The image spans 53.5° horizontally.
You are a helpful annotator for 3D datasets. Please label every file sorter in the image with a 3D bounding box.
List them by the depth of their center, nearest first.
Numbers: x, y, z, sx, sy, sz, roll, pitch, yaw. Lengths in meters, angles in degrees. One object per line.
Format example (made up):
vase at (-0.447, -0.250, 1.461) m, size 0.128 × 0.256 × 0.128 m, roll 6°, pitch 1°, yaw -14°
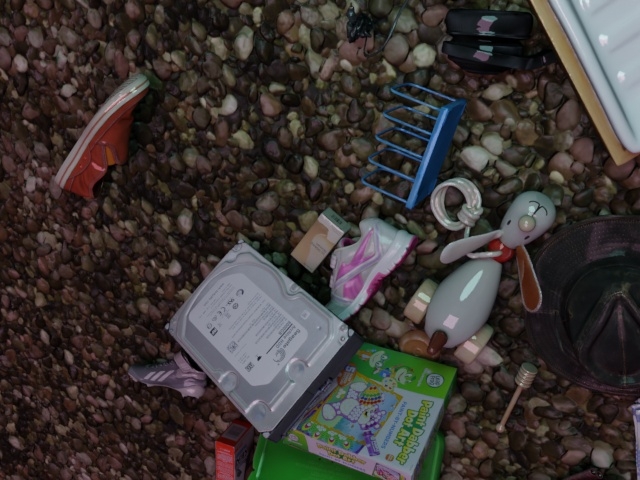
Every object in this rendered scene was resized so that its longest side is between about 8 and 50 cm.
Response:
file sorter at (0.150, -0.160, 1.043) m, size 0.104 × 0.118 × 0.170 m, roll 26°, pitch 118°, yaw 18°

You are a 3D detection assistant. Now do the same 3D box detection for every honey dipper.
honey dipper at (0.356, 0.294, 1.175) m, size 0.030 × 0.030 × 0.161 m, roll 24°, pitch 121°, yaw 14°

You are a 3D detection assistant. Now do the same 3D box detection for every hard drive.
hard drive at (-0.115, 0.172, 1.174) m, size 0.237 × 0.064 × 0.339 m, roll -49°, pitch 54°, yaw -5°

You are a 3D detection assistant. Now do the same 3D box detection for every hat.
hat at (0.467, 0.130, 1.002) m, size 0.331 × 0.134 × 0.332 m, roll 9°, pitch 113°, yaw 22°

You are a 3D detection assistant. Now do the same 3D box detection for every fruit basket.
fruit basket at (0.060, 0.498, 1.296) m, size 0.391 × 0.283 × 0.392 m, roll 13°, pitch 156°, yaw 6°

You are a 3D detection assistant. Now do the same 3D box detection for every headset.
headset at (0.229, -0.363, 0.944) m, size 0.393 × 0.185 × 0.244 m, roll -13°, pitch 107°, yaw 12°

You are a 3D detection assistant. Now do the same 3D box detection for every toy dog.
toy dog at (0.254, 0.075, 1.058) m, size 0.220 × 0.161 × 0.334 m, roll 16°, pitch 115°, yaw 18°

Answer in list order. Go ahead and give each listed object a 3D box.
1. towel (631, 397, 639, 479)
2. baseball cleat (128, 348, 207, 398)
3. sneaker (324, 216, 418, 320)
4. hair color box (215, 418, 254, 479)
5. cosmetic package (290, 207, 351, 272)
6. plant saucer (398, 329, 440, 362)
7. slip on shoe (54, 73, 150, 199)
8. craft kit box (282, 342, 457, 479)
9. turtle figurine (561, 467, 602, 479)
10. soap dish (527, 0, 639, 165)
towel at (0.648, 0.396, 1.079) m, size 0.209 × 0.034 × 0.285 m, roll -4°, pitch 109°, yaw 23°
baseball cleat at (-0.351, 0.295, 1.479) m, size 0.205 × 0.072 × 0.110 m, roll 12°, pitch 100°, yaw 15°
sneaker at (0.066, 0.053, 1.178) m, size 0.111 × 0.103 × 0.252 m, roll 42°, pitch 114°, yaw 9°
hair color box at (-0.196, 0.510, 1.466) m, size 0.053 × 0.093 × 0.167 m, roll 12°, pitch 114°, yaw 20°
cosmetic package at (0.000, 0.000, 1.213) m, size 0.060 × 0.041 × 0.115 m, roll 40°, pitch 120°, yaw 5°
plant saucer at (0.188, 0.213, 1.225) m, size 0.083 × 0.015 × 0.084 m, roll 9°, pitch 113°, yaw 22°
slip on shoe at (-0.428, -0.207, 1.296) m, size 0.101 × 0.123 × 0.331 m, roll 34°, pitch 122°, yaw -18°
craft kit box at (0.094, 0.300, 1.154) m, size 0.246 × 0.250 × 0.061 m, roll 14°, pitch 130°, yaw 22°
turtle figurine at (0.423, 0.555, 1.147) m, size 0.266 × 0.197 × 0.275 m, roll 1°, pitch 106°, yaw 28°
soap dish at (0.409, -0.280, 0.821) m, size 0.228 × 0.118 × 0.291 m, roll -33°, pitch 105°, yaw 6°
